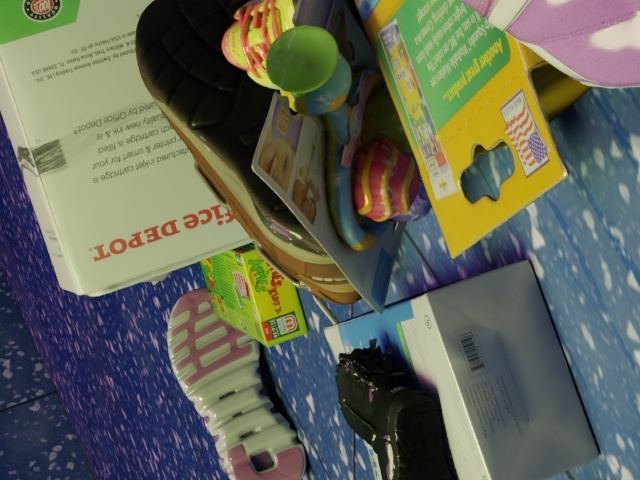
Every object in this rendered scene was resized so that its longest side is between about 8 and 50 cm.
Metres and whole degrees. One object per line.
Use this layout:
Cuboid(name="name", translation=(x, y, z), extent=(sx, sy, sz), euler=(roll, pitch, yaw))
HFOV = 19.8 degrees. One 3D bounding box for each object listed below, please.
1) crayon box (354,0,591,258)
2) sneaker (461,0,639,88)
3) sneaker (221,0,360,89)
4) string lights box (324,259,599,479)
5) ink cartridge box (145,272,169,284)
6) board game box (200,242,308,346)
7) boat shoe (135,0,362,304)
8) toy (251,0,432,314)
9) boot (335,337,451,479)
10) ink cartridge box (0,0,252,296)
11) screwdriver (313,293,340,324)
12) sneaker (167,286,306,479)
Cuboid(name="crayon box", translation=(0.072, -0.170, 0.958), extent=(0.203, 0.083, 0.323), euler=(135, 115, -73))
Cuboid(name="sneaker", translation=(0.152, -0.156, 0.725), extent=(0.161, 0.102, 0.282), euler=(42, 150, -6))
Cuboid(name="sneaker", translation=(-0.019, -0.132, 1.195), extent=(0.208, 0.094, 0.081), euler=(58, -157, -85))
Cuboid(name="string lights box", translation=(0.085, 0.100, 1.239), extent=(0.259, 0.076, 0.133), euler=(154, 98, -74))
Cuboid(name="ink cartridge box", translation=(-0.220, -0.065, 1.931), extent=(0.353, 0.119, 0.207), euler=(138, 126, -75))
Cuboid(name="board game box", translation=(-0.070, 0.039, 1.761), extent=(0.181, 0.043, 0.092), euler=(-161, 54, -70))
Cuboid(name="boat shoe", translation=(-0.051, -0.073, 1.430), extent=(0.120, 0.122, 0.324), euler=(81, 162, -50))
Cuboid(name="toy", translation=(0.035, -0.055, 1.099), extent=(0.237, 0.056, 0.137), euler=(46, -126, -58))
Cuboid(name="boot", translation=(0.044, 0.132, 1.186), extent=(0.099, 0.045, 0.121), euler=(-145, 47, -62))
Cuboid(name="ink cartridge box", translation=(-0.167, -0.119, 1.593), extent=(0.121, 0.211, 0.289), euler=(-174, 66, -72))
Cuboid(name="screwdriver", translation=(0.045, 0.108, 1.375), extent=(0.170, 0.025, 0.024), euler=(46, -171, -7))
Cuboid(name="sneaker", translation=(-0.093, 0.165, 1.912), extent=(0.104, 0.095, 0.236), euler=(103, 144, -76))
